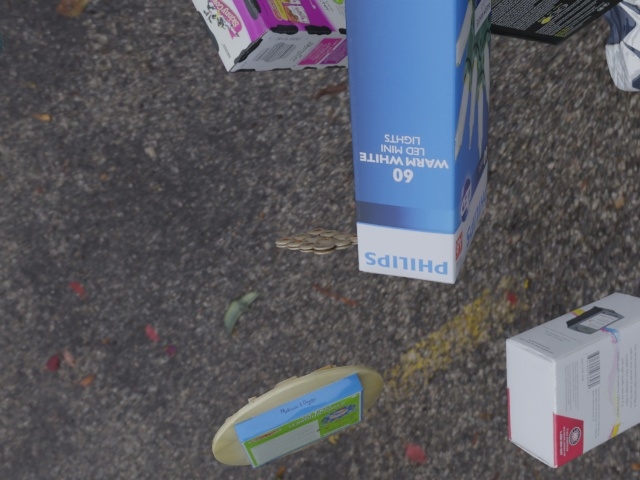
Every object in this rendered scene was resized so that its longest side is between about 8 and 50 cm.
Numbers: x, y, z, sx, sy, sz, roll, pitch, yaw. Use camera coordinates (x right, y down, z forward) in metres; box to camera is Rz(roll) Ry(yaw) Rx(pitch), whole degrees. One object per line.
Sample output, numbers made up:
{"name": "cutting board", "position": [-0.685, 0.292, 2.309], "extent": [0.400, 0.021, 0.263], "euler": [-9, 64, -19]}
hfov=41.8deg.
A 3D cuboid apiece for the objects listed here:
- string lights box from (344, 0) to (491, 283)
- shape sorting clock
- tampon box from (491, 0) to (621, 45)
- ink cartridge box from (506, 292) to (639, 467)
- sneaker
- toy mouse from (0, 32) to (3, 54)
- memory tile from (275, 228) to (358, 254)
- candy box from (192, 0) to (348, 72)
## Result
{"name": "string lights box", "position": [0.074, -0.115, 0.599], "extent": [0.077, 0.133, 0.259], "euler": [6, 122, 19]}
{"name": "shape sorting clock", "position": [-0.024, 0.197, 0.944], "extent": [0.206, 0.206, 0.040], "euler": [-41, 61, 28]}
{"name": "tampon box", "position": [0.198, -0.274, 0.815], "extent": [0.101, 0.161, 0.120], "euler": [-34, 63, 50]}
{"name": "ink cartridge box", "position": [0.502, 0.254, 1.573], "extent": [0.131, 0.306, 0.226], "euler": [21, 123, 54]}
{"name": "sneaker", "position": [0.409, -0.305, 0.985], "extent": [0.153, 0.094, 0.235], "euler": [-15, 99, 2]}
{"name": "toy mouse", "position": [-0.278, -0.147, 0.627], "extent": [0.161, 0.031, 0.143], "euler": [-37, 91, 38]}
{"name": "memory tile", "position": [0.000, 0.000, 1.458], "extent": [0.148, 0.113, 0.012], "euler": [10, 111, 51]}
{"name": "candy box", "position": [-0.028, -0.260, 0.868], "extent": [0.071, 0.233, 0.159], "euler": [-36, 76, 41]}
